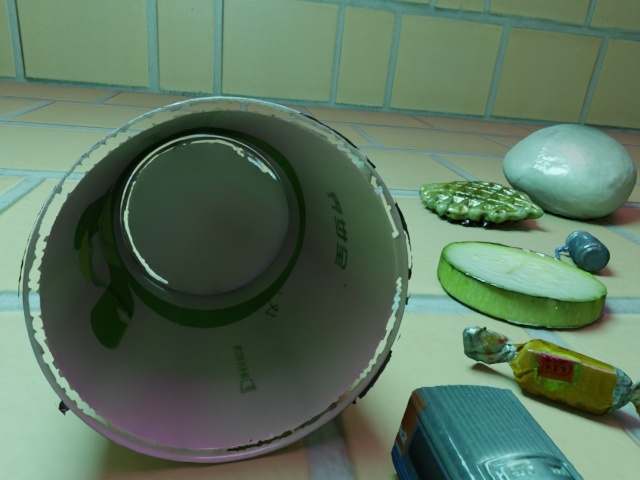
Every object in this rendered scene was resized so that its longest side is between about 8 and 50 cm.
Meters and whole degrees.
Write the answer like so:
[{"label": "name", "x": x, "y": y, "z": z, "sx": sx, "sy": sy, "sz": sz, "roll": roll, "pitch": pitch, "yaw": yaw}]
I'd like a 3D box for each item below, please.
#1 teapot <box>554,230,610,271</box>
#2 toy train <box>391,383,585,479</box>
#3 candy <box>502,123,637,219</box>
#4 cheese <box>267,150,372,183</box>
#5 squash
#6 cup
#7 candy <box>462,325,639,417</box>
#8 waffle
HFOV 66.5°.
[{"label": "teapot", "x": 0.418, "y": 0.022, "z": 0.778, "sx": 0.049, "sy": 0.063, "sz": 0.083, "roll": 39, "pitch": 21, "yaw": -3}, {"label": "toy train", "x": 0.134, "y": 0.208, "z": 0.171, "sx": 0.086, "sy": 0.089, "sz": 0.409, "roll": 6, "pitch": 20, "yaw": -14}, {"label": "candy", "x": 0.546, "y": -0.161, "z": 1.078, "sx": 0.296, "sy": 0.185, "sz": 0.295, "roll": 10, "pitch": 23, "yaw": -4}, {"label": "cheese", "x": -0.036, "y": -0.131, "z": 0.983, "sx": 0.287, "sy": 0.082, "sz": 0.163, "roll": -6, "pitch": 24, "yaw": -25}, {"label": "squash", "x": 0.269, "y": 0.053, "z": 0.668, "sx": 0.220, "sy": 0.041, "sz": 0.219, "roll": 8, "pitch": 17, "yaw": -2}, {"label": "cup", "x": -0.088, "y": 0.004, "z": 0.433, "sx": 0.254, "sy": 0.252, "sz": 0.274, "roll": -1, "pitch": 16, "yaw": -16}, {"label": "candy", "x": 0.223, "y": 0.122, "z": 0.455, "sx": 0.182, "sy": 0.053, "sz": 0.046, "roll": 16, "pitch": 11, "yaw": 24}, {"label": "waffle", "x": 0.312, "y": -0.080, "z": 0.980, "sx": 0.214, "sy": 0.054, "sz": 0.207, "roll": -2, "pitch": 26, "yaw": -5}]
